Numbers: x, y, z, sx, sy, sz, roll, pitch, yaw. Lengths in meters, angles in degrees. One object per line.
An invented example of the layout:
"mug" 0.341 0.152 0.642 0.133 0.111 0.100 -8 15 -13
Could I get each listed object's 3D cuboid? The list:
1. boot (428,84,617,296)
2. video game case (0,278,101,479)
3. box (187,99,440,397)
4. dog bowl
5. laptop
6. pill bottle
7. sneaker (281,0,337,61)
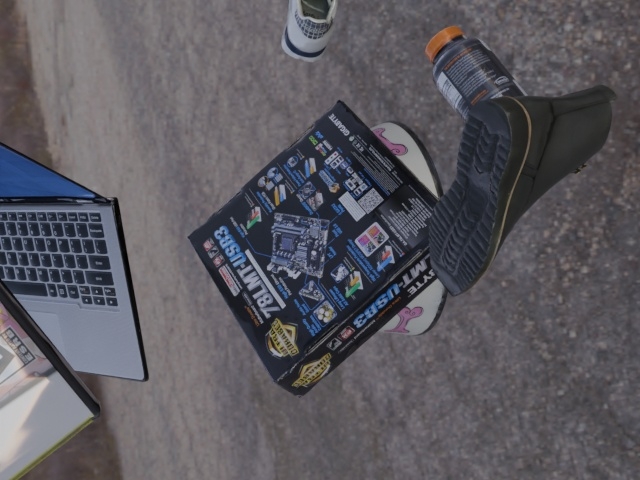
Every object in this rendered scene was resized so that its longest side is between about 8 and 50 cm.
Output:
"boot" 0.180 -0.041 0.735 0.077 0.137 0.198 54 145 34
"video game case" -0.306 0.069 0.461 0.275 0.248 0.035 55 168 -11
"box" 0.000 0.000 1.089 0.293 0.073 0.295 -43 48 6
"dog bowl" 0.084 -0.013 1.561 0.408 0.150 0.408 173 90 -72
"laptop" -0.476 0.024 1.109 0.382 0.236 0.407 2 107 31
"pill bottle" 0.310 -0.313 1.672 0.245 0.130 0.130 57 150 19
"sneaker" -0.003 -0.374 1.191 0.095 0.090 0.235 115 157 -68
